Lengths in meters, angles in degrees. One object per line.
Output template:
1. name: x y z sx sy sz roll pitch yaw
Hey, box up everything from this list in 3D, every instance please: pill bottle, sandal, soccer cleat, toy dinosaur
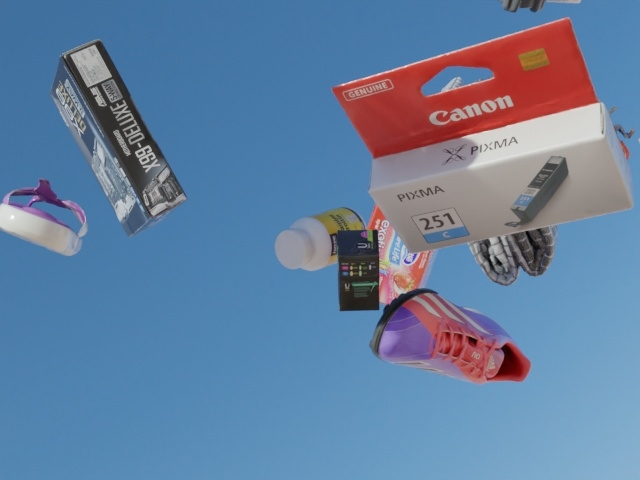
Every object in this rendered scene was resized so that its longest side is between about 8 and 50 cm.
1. pill bottle: 0.000 0.000 1.964 0.184 0.103 0.103 -18 -32 -50
2. sandal: -0.458 -0.046 1.714 0.169 0.416 0.102 25 -93 -20
3. soccer cleat: 0.182 0.140 1.394 0.318 0.116 0.109 17 -78 -56
4. toy dinosaur: 0.405 -0.166 1.455 0.082 0.090 0.047 31 -63 -19

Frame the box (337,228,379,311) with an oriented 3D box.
1. box: 0.047 0.036 1.266 0.052 0.062 0.083 -2 -59 1

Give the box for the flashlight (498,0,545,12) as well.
1. flashlight: 0.246 -0.392 1.090 0.103 0.103 0.304 -8 -49 -25

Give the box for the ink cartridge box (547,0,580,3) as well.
1. ink cartridge box: 0.232 -0.452 1.427 0.117 0.283 0.207 56 -135 -64

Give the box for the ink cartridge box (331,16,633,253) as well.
1. ink cartridge box: 0.193 -0.109 1.230 0.296 0.066 0.261 -13 -43 25

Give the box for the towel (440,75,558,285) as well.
1. towel: 0.266 -0.102 1.519 0.121 0.284 0.235 -19 14 22

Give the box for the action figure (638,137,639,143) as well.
1. action figure: 0.431 -0.141 1.047 0.063 0.137 0.232 15 -40 -31

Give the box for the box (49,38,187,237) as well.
1. box: -0.358 -0.169 1.795 0.076 0.307 0.242 -30 3 -21

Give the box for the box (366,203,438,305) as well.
1. box: 0.154 -0.003 1.896 0.122 0.128 0.257 24 -95 -77
